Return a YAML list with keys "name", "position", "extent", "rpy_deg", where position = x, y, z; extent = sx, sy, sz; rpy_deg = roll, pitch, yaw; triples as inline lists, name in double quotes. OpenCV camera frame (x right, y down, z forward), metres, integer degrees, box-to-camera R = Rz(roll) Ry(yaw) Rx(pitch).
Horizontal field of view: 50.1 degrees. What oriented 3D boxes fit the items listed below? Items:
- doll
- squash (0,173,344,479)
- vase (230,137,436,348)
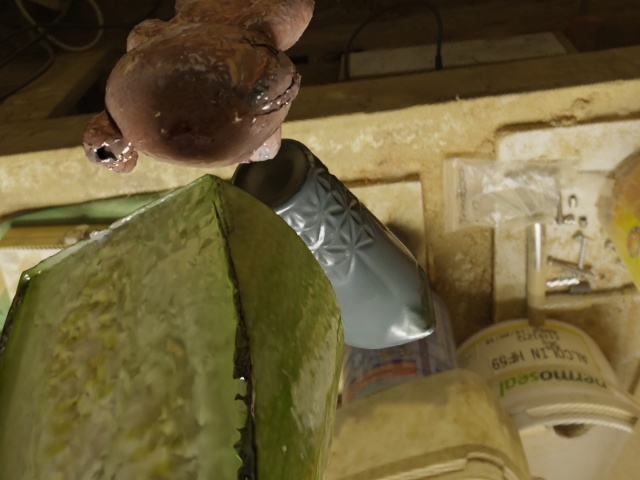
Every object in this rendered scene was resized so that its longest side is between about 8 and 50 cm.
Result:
- name: "doll"
  position: [-0.085, -0.168, 0.657]
  extent: [0.201, 0.303, 0.156]
  rpy_deg: [-11, 129, 21]
- name: "squash"
  position: [-0.113, 0.153, 0.353]
  extent: [0.233, 0.309, 0.210]
  rpy_deg: [-21, 117, 26]
- name: "vase"
  position: [0.000, 0.000, 0.834]
  extent: [0.156, 0.251, 0.301]
  rpy_deg: [-53, 142, -10]
